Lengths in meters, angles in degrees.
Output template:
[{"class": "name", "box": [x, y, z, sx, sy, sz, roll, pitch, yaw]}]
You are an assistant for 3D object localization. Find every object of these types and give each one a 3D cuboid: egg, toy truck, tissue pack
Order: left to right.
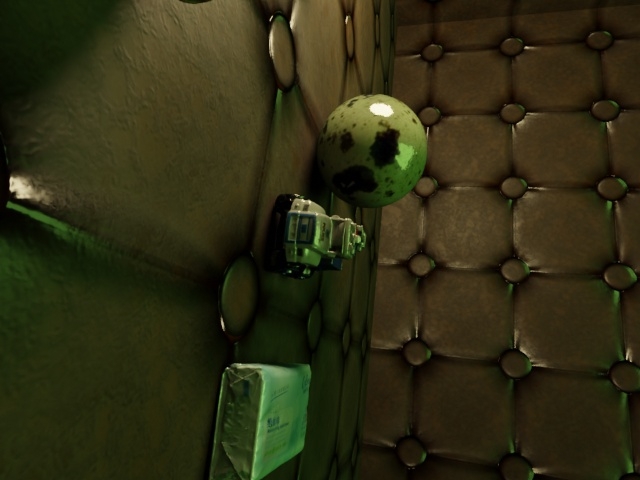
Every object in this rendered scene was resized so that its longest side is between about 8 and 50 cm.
[{"class": "tissue pack", "box": [-0.091, 0.311, 0.727, 0.263, 0.089, 0.177, 50, 43, -69]}, {"class": "toy truck", "box": [0.000, 0.000, 0.839, 0.213, 0.177, 0.161, 39, 56, -72]}, {"class": "egg", "box": [0.134, -0.241, 1.081, 0.379, 0.288, 0.287, -84, 169, -56]}]

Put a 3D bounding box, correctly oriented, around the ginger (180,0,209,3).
[{"class": "ginger", "box": [-0.123, -0.350, 0.417, 0.138, 0.152, 0.266, 127, -29, -62]}]
